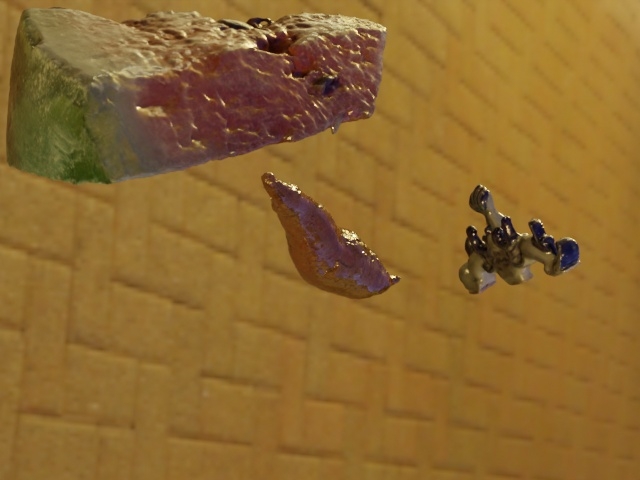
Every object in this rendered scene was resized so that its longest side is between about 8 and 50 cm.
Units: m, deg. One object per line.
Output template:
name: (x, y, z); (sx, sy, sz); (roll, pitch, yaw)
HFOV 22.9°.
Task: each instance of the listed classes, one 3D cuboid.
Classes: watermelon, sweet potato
watermelon: (-0.062, -0.093, 0.968); (0.241, 0.154, 0.094); (-10, 111, -27)
sweet potato: (-0.004, 0.004, 1.430); (0.226, 0.068, 0.068); (40, 54, -46)

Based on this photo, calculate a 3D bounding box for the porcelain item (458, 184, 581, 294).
porcelain item: (0.126, -0.005, 1.104); (0.021, 0.136, 0.075); (-29, 94, -26)
